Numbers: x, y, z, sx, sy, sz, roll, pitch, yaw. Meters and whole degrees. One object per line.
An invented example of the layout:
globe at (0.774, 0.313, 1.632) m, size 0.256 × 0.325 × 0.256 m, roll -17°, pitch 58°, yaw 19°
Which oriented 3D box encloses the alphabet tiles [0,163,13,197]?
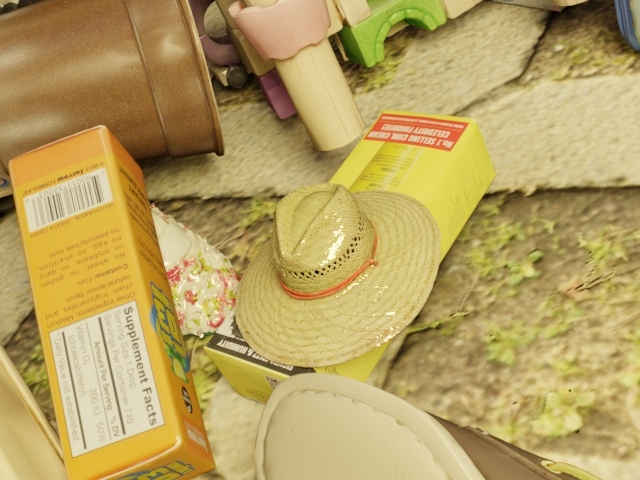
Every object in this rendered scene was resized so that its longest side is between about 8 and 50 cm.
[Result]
alphabet tiles at (-0.268, -0.115, 0.894) m, size 0.198 × 0.009 × 0.237 m, roll -22°, pitch 36°, yaw -24°

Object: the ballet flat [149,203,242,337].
ballet flat at (-0.153, 0.001, 0.710) m, size 0.091 × 0.077 × 0.241 m, roll -45°, pitch 44°, yaw -20°

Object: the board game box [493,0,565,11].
board game box at (0.202, -0.243, 0.815) m, size 0.090 × 0.020 × 0.090 m, roll -45°, pitch 42°, yaw -19°

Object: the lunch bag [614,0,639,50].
lunch bag at (0.295, -0.253, 0.657) m, size 0.090 × 0.176 × 0.219 m, roll 25°, pitch 63°, yaw 42°

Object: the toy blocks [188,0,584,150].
toy blocks at (0.008, -0.273, 0.723) m, size 0.289 × 0.260 × 0.309 m, roll -32°, pitch 29°, yaw -7°

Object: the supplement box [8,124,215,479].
supplement box at (-0.137, 0.045, 0.594) m, size 0.080 × 0.078 × 0.233 m, roll -19°, pitch 65°, yaw 4°

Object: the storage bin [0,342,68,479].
storage bin at (-0.308, 0.140, 0.531) m, size 0.260 × 0.123 × 0.262 m, roll -36°, pitch 71°, yaw -9°

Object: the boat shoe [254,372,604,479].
boat shoe at (0.094, 0.152, 0.408) m, size 0.324 × 0.097 × 0.116 m, roll 23°, pitch 101°, yaw 46°

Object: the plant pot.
plant pot at (-0.177, -0.124, 0.713) m, size 0.165 × 0.167 × 0.167 m, roll -17°, pitch 40°, yaw -8°

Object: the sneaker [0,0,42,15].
sneaker at (-0.308, -0.231, 1.033) m, size 0.279 × 0.107 × 0.118 m, roll -6°, pitch 12°, yaw 36°

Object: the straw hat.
straw hat at (0.000, 0.000, 0.550) m, size 0.144 × 0.061 × 0.144 m, roll -14°, pitch 43°, yaw 14°

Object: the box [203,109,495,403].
box at (0.027, 0.010, 0.617) m, size 0.087 × 0.058 × 0.232 m, roll 14°, pitch 55°, yaw 38°

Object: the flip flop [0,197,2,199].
flip flop at (-0.359, -0.037, 0.855) m, size 0.112 × 0.080 × 0.277 m, roll 1°, pitch 47°, yaw 27°
